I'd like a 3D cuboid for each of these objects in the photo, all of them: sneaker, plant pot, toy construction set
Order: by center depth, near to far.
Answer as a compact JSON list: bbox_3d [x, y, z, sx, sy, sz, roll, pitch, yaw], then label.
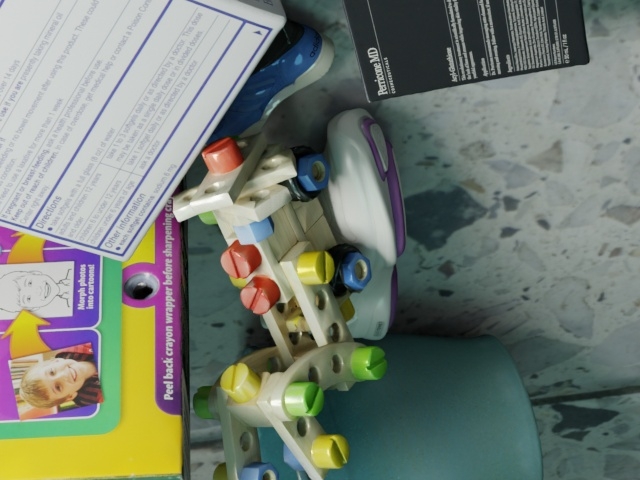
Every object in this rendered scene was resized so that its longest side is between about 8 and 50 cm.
[{"bbox_3d":[-0.047,0.039,1.572,0.151,0.215,0.327,10,128,30],"label":"toy construction set"},{"bbox_3d":[-0.068,-0.138,1.587,0.084,0.058,0.152,27,132,-36],"label":"sneaker"},{"bbox_3d":[0.000,0.000,1.724,0.152,0.114,0.305,-2,142,-4],"label":"sneaker"},{"bbox_3d":[0.078,0.212,1.901,0.255,0.271,0.271,-13,143,-11],"label":"plant pot"}]

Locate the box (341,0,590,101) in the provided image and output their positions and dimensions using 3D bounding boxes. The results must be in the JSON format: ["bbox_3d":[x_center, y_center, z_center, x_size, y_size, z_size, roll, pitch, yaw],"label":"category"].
[{"bbox_3d":[0.098,-0.238,1.438,0.184,0.103,0.261,-11,142,4],"label":"box"}]

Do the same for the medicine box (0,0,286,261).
[{"bbox_3d":[-0.220,-0.155,1.431,0.289,0.149,0.263,18,125,-29],"label":"medicine box"}]

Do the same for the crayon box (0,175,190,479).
[{"bbox_3d":[-0.270,0.075,1.596,0.313,0.363,0.106,-3,143,-1],"label":"crayon box"}]
